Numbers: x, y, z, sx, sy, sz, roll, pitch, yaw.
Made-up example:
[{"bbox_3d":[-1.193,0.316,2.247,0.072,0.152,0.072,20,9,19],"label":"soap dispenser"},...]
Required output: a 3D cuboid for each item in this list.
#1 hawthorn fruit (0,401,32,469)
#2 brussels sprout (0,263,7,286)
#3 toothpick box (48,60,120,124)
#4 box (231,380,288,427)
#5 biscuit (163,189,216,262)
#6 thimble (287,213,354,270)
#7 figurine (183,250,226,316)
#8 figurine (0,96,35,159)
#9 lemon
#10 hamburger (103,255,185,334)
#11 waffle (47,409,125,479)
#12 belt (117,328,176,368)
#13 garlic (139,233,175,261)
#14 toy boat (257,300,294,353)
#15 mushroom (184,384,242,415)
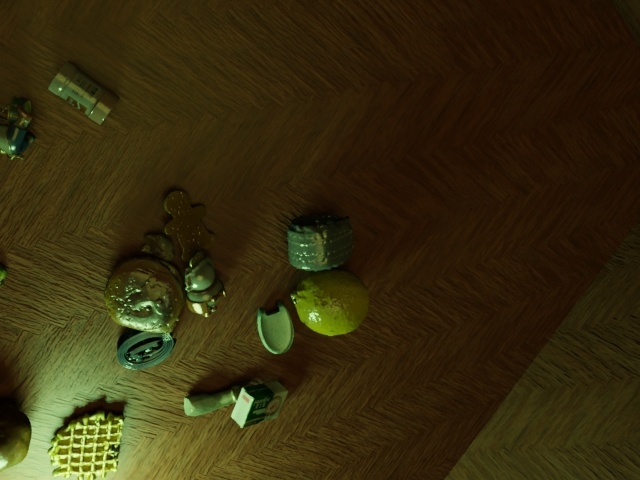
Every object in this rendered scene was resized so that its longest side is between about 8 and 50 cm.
[{"bbox_3d":[-1.033,0.645,1.432,0.208,0.208,0.248,-2,129,-22],"label":"hawthorn fruit"},{"bbox_3d":[-0.959,0.111,1.337,0.051,0.046,0.083,35,93,-35],"label":"brussels sprout"},{"bbox_3d":[-0.646,-0.404,1.243,0.149,0.098,0.098,37,93,-28],"label":"toothpick box"},{"bbox_3d":[-0.236,0.639,1.776,0.199,0.081,0.135,8,108,-53],"label":"box"},{"bbox_3d":[-0.438,-0.054,1.478,0.158,0.035,0.240,-36,120,-34],"label":"biscuit"},{"bbox_3d":[0.000,0.000,1.601,0.237,0.205,0.172,-6,110,-19],"label":"thimble"},{"bbox_3d":[-0.390,0.149,1.513,0.144,0.143,0.271,-6,139,-21],"label":"figurine"},{"bbox_3d":[-0.891,-0.315,1.156,0.276,0.161,0.157,10,65,-28],"label":"figurine"},{"bbox_3d":[0.039,0.222,1.673,0.311,0.253,0.253,12,104,-25],"label":"lemon"},{"bbox_3d":[-0.570,0.182,1.476,0.243,0.146,0.285,-24,117,-6],"label":"hamburger"},{"bbox_3d":[-0.816,0.741,1.625,0.310,0.065,0.283,-35,116,-3],"label":"waffle"},{"bbox_3d":[-0.599,0.357,1.558,0.191,0.082,0.141,-22,117,-16],"label":"belt"},{"bbox_3d":[-0.519,0.021,1.468,0.113,0.094,0.074,44,56,-29],"label":"garlic"},{"bbox_3d":[-0.175,0.336,1.741,0.134,0.079,0.207,-20,105,-23],"label":"toy boat"},{"bbox_3d":[-0.406,0.615,1.738,0.224,0.081,0.092,-4,130,-24],"label":"mushroom"}]
